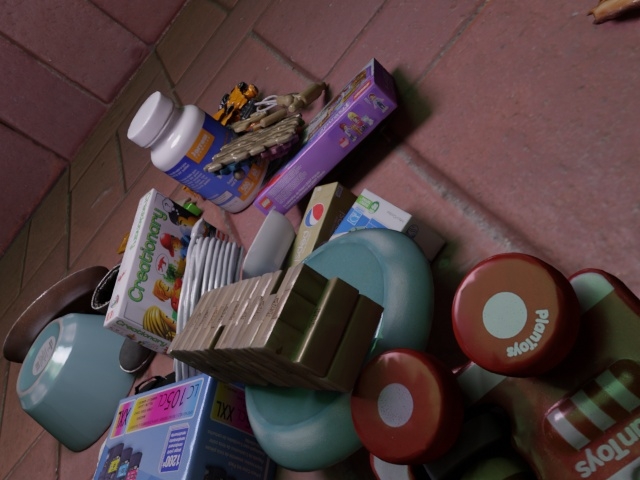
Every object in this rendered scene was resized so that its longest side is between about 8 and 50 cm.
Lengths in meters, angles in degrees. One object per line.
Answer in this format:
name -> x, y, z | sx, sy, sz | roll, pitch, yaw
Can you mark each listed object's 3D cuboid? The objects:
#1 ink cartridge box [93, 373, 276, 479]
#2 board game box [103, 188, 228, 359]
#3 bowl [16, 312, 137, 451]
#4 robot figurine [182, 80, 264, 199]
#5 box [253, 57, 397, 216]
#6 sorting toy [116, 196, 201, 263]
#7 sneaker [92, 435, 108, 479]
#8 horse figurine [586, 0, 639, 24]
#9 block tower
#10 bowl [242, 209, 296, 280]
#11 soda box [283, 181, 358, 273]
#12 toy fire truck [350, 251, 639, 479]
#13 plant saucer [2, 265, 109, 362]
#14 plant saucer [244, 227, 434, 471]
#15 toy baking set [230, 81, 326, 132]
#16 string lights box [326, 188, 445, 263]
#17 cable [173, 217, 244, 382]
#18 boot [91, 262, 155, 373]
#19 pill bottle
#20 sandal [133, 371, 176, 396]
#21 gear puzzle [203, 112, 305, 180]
ink cartridge box -> -0.211, 0.405, 0.879 | 0.270, 0.151, 0.395 | -26, 44, 40
board game box -> -0.282, 0.067, 1.236 | 0.053, 0.193, 0.305 | -32, 39, 33
bowl -> -0.545, 0.285, 1.429 | 0.311, 0.163, 0.311 | -33, 39, 32
robot figurine -> -0.234, -0.248, 1.565 | 0.291, 0.085, 0.211 | -49, 32, 13
box -> 0.009, -0.179, 1.146 | 0.293, 0.057, 0.201 | -42, 16, 22
sorting toy -> -0.400, -0.014, 1.617 | 0.348, 0.047, 0.196 | -5, 53, 52
sneaker -> -0.358, 0.409, 1.148 | 0.115, 0.090, 0.232 | -33, 29, 43
horse figurine -> 0.433, -0.308, 0.726 | 0.174, 0.066, 0.263 | -45, 30, 7
block tower -> -0.068, 0.103, 0.723 | 0.335, 0.091, 0.097 | -20, 39, 59
bowl -> -0.081, 0.040, 1.065 | 0.142, 0.053, 0.142 | 101, -170, -45
soda box -> 0.000, 0.000, 1.043 | 0.061, 0.058, 0.181 | -7, 55, 51
toy fire truck -> 0.186, 0.174, 0.552 | 0.302, 0.169, 0.254 | -46, 51, 18
plant saucer -> -0.620, 0.191, 1.582 | 0.310, 0.050, 0.310 | -48, -10, -11
plant saucer -> 0.002, 0.115, 0.790 | 0.318, 0.044, 0.317 | -38, 33, 31
toy baking set -> -0.085, -0.289, 1.365 | 0.197, 0.030, 0.256 | -7, 26, 34
string lights box -> 0.042, 0.069, 0.903 | 0.259, 0.077, 0.133 | -55, 32, 2
cable -> -0.181, 0.124, 1.059 | 0.257, 0.089, 0.257 | -98, 17, -61
boot -> -0.379, 0.158, 1.279 | 0.076, 0.208, 0.189 | 20, 76, 15
pill bottle -> -0.252, -0.184, 1.349 | 0.152, 0.272, 0.152 | -34, 38, 32
sandal -> -0.320, 0.284, 1.237 | 0.179, 0.040, 0.067 | -33, 39, 33
gear puzzle -> -0.110, -0.184, 1.242 | 0.176, 0.044, 0.339 | -21, 18, 10
